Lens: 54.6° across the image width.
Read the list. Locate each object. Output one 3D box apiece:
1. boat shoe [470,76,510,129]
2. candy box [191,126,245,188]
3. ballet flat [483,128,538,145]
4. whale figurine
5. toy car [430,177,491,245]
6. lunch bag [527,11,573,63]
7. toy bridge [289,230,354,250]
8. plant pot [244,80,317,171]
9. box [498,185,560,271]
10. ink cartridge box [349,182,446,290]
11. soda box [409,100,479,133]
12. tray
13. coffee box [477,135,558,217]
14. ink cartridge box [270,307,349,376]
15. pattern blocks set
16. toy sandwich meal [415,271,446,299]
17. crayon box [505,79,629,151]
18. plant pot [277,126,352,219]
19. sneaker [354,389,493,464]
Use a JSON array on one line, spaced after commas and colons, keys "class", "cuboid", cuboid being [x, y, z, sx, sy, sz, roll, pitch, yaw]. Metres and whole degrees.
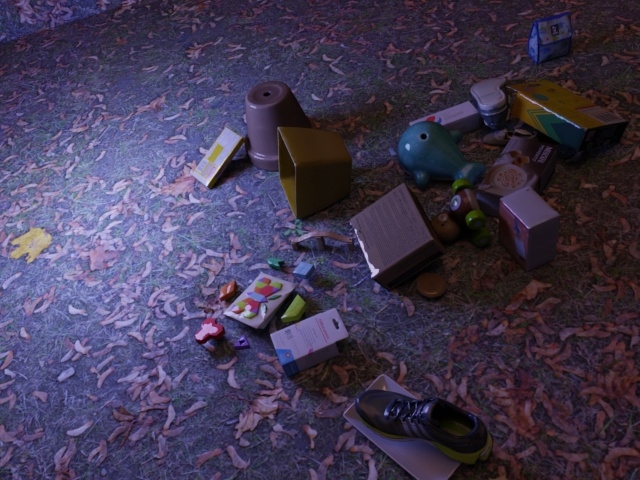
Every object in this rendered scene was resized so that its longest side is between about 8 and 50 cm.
[{"class": "boat shoe", "cuboid": [0.560, -0.452, 2.022, 0.116, 0.099, 0.319, -13, 26, 18]}, {"class": "candy box", "cuboid": [-0.346, -0.281, 2.098, 0.105, 0.027, 0.206, 37, 91, 37]}, {"class": "ballet flat", "cuboid": [0.594, -0.327, 1.932, 0.168, 0.052, 0.057, 7, 51, 21]}, {"class": "whale figurine", "cuboid": [0.357, -0.256, 1.860, 0.272, 0.141, 0.216, 36, 82, 24]}, {"class": "toy car", "cuboid": [0.349, -0.053, 1.699, 0.188, 0.149, 0.155, -21, 47, 12]}, {"class": "lunch bag", "cuboid": [0.801, -0.711, 2.159, 0.129, 0.151, 0.096, -18, 46, -2]}, {"class": "toy bridge", "cuboid": [0.000, 0.000, 1.784, 0.188, 0.063, 0.026, 0, 49, 14]}, {"class": "plant pot", "cuboid": [-0.149, -0.402, 2.077, 0.263, 0.229, 0.263, -7, 46, 8]}, {"class": "box", "cuboid": [0.533, -0.029, 1.595, 0.091, 0.170, 0.130, -24, 46, -7]}, {"class": "ink cartridge box", "cuboid": [0.205, -0.012, 1.680, 0.193, 0.088, 0.234, -35, 45, 17]}, {"class": "soda box", "cuboid": [0.402, -0.374, 2.014, 0.216, 0.069, 0.074, -21, 47, -4]}, {"class": "tray", "cuboid": [0.193, 0.422, 1.372, 0.145, 0.030, 0.270, -42, 52, -21]}, {"class": "coffee box", "cuboid": [0.564, -0.175, 1.769, 0.141, 0.098, 0.246, 22, 57, 30]}, {"class": "ink cartridge box", "cuboid": [-0.022, 0.255, 1.558, 0.181, 0.061, 0.104, -22, 46, -5]}, {"class": "pattern blocks set", "cuboid": [-0.166, 0.162, 1.675, 0.286, 0.026, 0.324, 3, 43, 28]}, {"class": "toy sandwich meal", "cuboid": [0.288, 0.120, 1.624, 0.086, 0.029, 0.085, -4, 50, 5]}, {"class": "crayon box", "cuboid": [0.733, -0.386, 1.885, 0.202, 0.081, 0.318, -14, 42, -29]}, {"class": "plant pot", "cuboid": [-0.015, -0.222, 1.906, 0.187, 0.212, 0.212, -12, 45, -13]}, {"class": "sneaker", "cuboid": [0.214, 0.369, 1.310, 0.300, 0.121, 0.111, 9, 51, 22]}]
